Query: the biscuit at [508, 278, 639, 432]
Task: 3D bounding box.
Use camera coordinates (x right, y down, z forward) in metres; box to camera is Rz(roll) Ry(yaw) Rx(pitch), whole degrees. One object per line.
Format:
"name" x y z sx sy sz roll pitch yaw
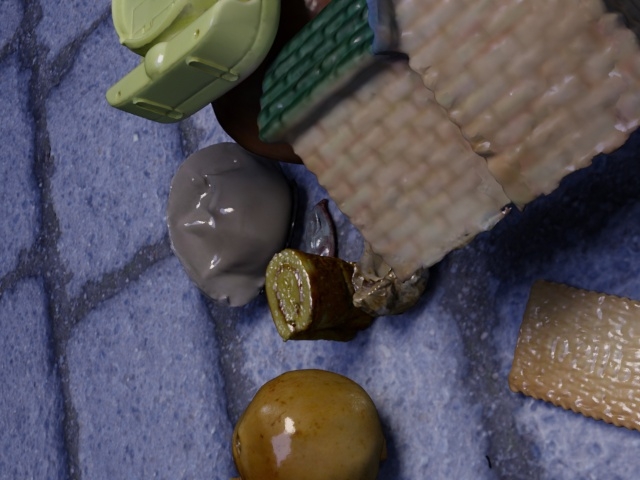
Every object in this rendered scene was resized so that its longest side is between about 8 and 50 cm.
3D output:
"biscuit" 0.355 0.145 1.203 0.250 0.030 0.160 12 87 45

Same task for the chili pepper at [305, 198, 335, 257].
"chili pepper" 0.000 0.000 1.585 0.050 0.041 0.153 -2 74 1

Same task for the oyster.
"oyster" 0.119 0.013 1.439 0.161 0.107 0.232 -5 57 49

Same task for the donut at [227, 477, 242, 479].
"donut" -0.156 0.465 1.572 0.217 0.085 0.141 10 85 47

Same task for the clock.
"clock" -0.181 -0.355 1.310 0.286 0.117 0.348 -25 61 45

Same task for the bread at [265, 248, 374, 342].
"bread" 0.003 0.084 1.456 0.103 0.172 0.132 -28 68 31

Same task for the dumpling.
"dumpling" -0.135 -0.037 1.613 0.163 0.204 0.293 3 71 33

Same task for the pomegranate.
"pomegranate" -0.019 0.298 1.391 0.233 0.233 0.233 -14 69 41

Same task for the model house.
"model house" 0.163 -0.249 1.154 0.400 0.395 0.445 47 127 -6

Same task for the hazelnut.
"hazelnut" -0.007 -0.295 1.466 0.366 0.366 0.365 -14 69 41
